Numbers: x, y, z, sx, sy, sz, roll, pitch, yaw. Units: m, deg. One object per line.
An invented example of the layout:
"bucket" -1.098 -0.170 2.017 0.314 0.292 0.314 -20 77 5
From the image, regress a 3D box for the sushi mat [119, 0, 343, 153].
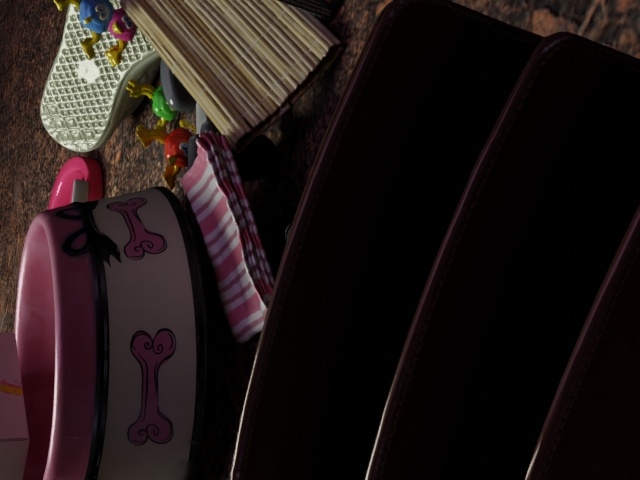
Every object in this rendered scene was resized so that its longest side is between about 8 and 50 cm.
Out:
"sushi mat" -0.109 -0.235 0.990 0.151 0.019 0.316 -44 53 7

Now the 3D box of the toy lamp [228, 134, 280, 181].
"toy lamp" -0.094 -0.198 1.026 0.080 0.080 0.275 -42 48 47

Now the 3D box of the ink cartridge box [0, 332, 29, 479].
"ink cartridge box" -0.422 0.214 1.078 0.176 0.127 0.128 -117 37 -46

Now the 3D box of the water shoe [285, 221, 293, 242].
"water shoe" 0.000 0.000 0.789 0.203 0.080 0.073 -34 52 51

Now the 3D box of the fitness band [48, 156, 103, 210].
"fitness band" -0.433 -0.005 1.576 0.209 0.054 0.291 -22 61 59

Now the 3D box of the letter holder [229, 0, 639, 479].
"letter holder" 0.098 0.049 0.468 0.152 0.214 0.302 38 113 58

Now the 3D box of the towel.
"towel" -0.096 0.002 0.925 0.144 0.029 0.197 133 120 -66

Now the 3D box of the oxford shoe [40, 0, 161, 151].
"oxford shoe" -0.276 -0.310 1.319 0.449 0.169 0.130 -48 6 40

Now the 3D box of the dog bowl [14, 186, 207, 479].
"dog bowl" -0.266 0.137 1.079 0.408 0.150 0.408 -178 90 -65

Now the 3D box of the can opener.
"can opener" -0.142 -0.110 1.071 0.074 0.093 0.280 -35 56 56

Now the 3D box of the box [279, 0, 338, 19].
"box" -0.065 -0.361 0.936 0.142 0.163 0.247 -61 34 26

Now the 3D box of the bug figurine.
"bug figurine" -0.230 -0.213 1.165 0.072 0.279 0.216 -28 25 4
